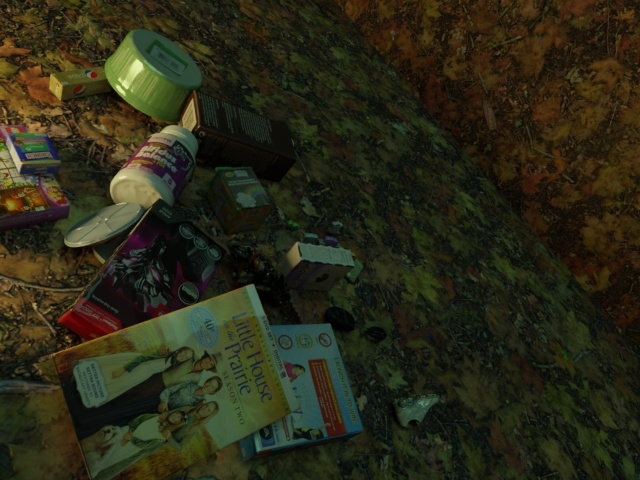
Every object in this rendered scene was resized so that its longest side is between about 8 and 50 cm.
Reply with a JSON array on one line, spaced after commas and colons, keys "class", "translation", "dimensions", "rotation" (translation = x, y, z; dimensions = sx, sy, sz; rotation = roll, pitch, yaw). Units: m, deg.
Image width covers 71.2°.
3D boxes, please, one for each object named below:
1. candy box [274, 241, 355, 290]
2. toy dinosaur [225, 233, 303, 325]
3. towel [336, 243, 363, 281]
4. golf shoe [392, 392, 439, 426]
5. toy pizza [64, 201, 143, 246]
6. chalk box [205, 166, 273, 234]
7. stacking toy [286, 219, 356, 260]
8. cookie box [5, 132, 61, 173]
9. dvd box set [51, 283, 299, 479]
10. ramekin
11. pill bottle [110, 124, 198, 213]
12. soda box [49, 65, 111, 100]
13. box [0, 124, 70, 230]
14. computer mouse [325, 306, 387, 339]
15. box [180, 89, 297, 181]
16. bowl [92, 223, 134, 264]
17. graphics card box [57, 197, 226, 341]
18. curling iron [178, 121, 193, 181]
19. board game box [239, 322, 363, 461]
[{"class": "candy box", "translation": [-0.021, 0.085, 1.386], "dimensions": [0.196, 0.165, 0.070], "rotation": [8, 52, -32]}, {"class": "toy dinosaur", "translation": [-0.146, 0.121, 1.269], "dimensions": [0.322, 0.164, 0.218], "rotation": [31, 13, -11]}, {"class": "towel", "translation": [0.080, 0.072, 1.578], "dimensions": [0.148, 0.027, 0.110], "rotation": [39, 40, -1]}, {"class": "golf shoe", "translation": [0.290, 0.506, 1.340], "dimensions": [0.176, 0.069, 0.086], "rotation": [1, 74, -32]}, {"class": "toy pizza", "translation": [-0.540, -0.036, 1.129], "dimensions": [0.201, 0.201, 0.032], "rotation": [-59, 140, -49]}, {"class": "chalk box", "translation": [-0.272, -0.147, 1.433], "dimensions": [0.132, 0.132, 0.213], "rotation": [-12, 61, -41]}, {"class": "stacking toy", "translation": [0.000, 0.000, 1.534], "dimensions": [0.221, 0.052, 0.167], "rotation": [5, 43, -25]}, {"class": "cookie box", "translation": [-0.730, -0.223, 1.139], "dimensions": [0.092, 0.040, 0.107], "rotation": [-15, 65, -48]}, {"class": "dvd box set", "translation": [-0.284, 0.301, 0.937], "dimensions": [0.421, 0.062, 0.307], "rotation": [-17, 84, -27]}, {"class": "ramekin", "translation": [-0.555, -0.571, 1.531], "dimensions": [0.303, 0.148, 0.303], "rotation": [33, 33, -26]}, {"class": "pill bottle", "translation": [-0.469, -0.210, 1.312], "dimensions": [0.169, 0.169, 0.301], "rotation": [27, 43, -15]}, {"class": "soda box", "translation": [-0.763, -0.505, 1.433], "dimensions": [0.058, 0.061, 0.181], "rotation": [46, 42, 6]}, {"class": "box", "translation": [-0.792, -0.161, 1.112], "dimensions": [0.201, 0.057, 0.293], "rotation": [-22, 69, -47]}, {"class": "computer mouse", "translation": [0.113, 0.273, 1.425], "dimensions": [0.242, 0.041, 0.071], "rotation": [27, 26, -22]}, {"class": "box", "translation": [-0.286, -0.360, 1.578], "dimensions": [0.381, 0.143, 0.191], "rotation": [11, 48, -35]}, {"class": "bowl", "translation": [-0.498, 0.037, 1.160], "dimensions": [0.142, 0.053, 0.142], "rotation": [39, 40, -1]}, {"class": "graphics card box", "translation": [-0.405, 0.101, 1.083], "dimensions": [0.233, 0.094, 0.371], "rotation": [42, 43, -22]}, {"class": "curling iron", "translation": [-0.447, -0.310, 1.516], "dimensions": [0.068, 0.035, 0.274], "rotation": [10, 49, -30]}, {"class": "board game box", "translation": [-0.075, 0.372, 1.155], "dimensions": [0.302, 0.086, 0.308], "rotation": [6, 51, -33]}]
